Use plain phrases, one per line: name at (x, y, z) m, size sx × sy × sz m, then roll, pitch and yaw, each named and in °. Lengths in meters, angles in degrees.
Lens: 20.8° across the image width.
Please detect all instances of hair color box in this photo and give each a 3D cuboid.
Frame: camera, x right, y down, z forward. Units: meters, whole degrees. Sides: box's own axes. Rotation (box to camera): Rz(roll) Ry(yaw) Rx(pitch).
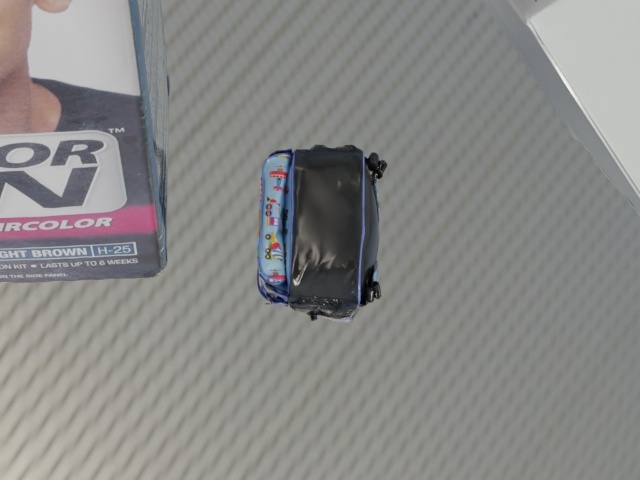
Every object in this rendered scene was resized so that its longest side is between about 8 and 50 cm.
hair color box at (-0.145, -0.103, 0.590) m, size 0.174 × 0.347 × 0.105 m, roll -1°, pitch 63°, yaw -2°

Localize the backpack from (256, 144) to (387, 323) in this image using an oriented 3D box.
backpack at (0.000, 0.000, 1.648) m, size 0.117 × 0.173 × 0.158 m, roll 2°, pitch 79°, yaw 0°

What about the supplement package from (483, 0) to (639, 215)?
supplement package at (0.178, -0.120, 0.711) m, size 0.203 × 0.194 × 0.149 m, roll -35°, pitch 115°, yaw 6°
